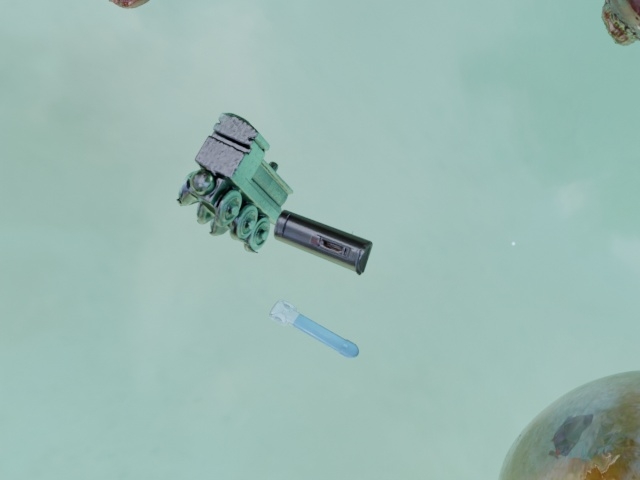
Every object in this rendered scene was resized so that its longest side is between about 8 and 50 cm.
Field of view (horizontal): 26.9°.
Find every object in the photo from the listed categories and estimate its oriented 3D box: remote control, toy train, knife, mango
[{"bbox_3d":[0.000,0.000,1.156,0.091,0.016,0.034,21,100,23],"label":"remote control"},{"bbox_3d":[-0.085,-0.055,1.435,0.071,0.170,0.111,28,82,25],"label":"toy train"},{"bbox_3d":[-0.005,0.089,1.306,0.096,0.010,0.027,29,51,6],"label":"knife"},{"bbox_3d":[0.271,0.219,1.172,0.199,0.384,0.221,30,81,-12],"label":"mango"}]

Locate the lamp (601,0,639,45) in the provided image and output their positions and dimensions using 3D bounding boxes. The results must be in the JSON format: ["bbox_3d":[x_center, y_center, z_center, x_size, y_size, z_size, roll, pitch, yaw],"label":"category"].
[{"bbox_3d":[0.387,-0.287,1.564,0.135,0.157,0.156,-36,56,28],"label":"lamp"}]

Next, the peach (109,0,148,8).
[{"bbox_3d":[-0.238,-0.340,1.695,0.077,0.050,0.083,29,62,20],"label":"peach"}]
